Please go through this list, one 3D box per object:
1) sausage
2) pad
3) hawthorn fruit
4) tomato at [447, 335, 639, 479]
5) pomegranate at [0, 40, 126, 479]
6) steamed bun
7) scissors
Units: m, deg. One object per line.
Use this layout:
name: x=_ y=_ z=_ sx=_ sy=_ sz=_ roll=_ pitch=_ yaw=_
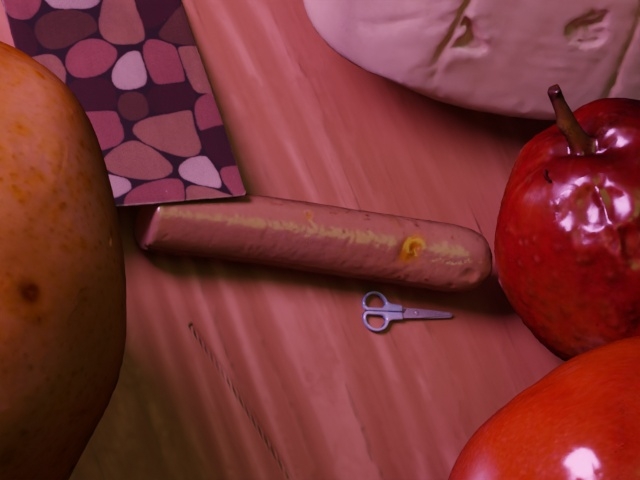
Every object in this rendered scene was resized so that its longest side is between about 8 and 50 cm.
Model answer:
sausage: x=-0.001 y=-0.001 z=1.500 sx=0.301 sy=0.066 sz=0.066 roll=10 pitch=66 yaw=-16
pad: x=-0.165 y=-0.123 z=1.490 sx=0.158 sy=0.003 sz=0.235 roll=-5 pitch=55 yaw=-22
hawthorn fruit: x=0.239 y=-0.024 z=1.506 sx=0.230 sy=0.210 sz=0.266 roll=-48 pitch=120 yaw=-16
tomato: x=0.245 y=0.234 z=1.384 sx=0.341 sy=0.273 sz=0.341 roll=28 pitch=49 yaw=-37
pomegranate: x=-0.321 y=0.045 z=1.184 sx=0.417 sy=0.416 sz=0.416 roll=7 pitch=67 yaw=-17
steamed bun: x=0.224 y=-0.320 z=1.543 sx=0.456 sy=0.371 sz=0.290 roll=6 pitch=46 yaw=-18
scissors: x=0.074 y=0.062 z=1.536 sx=0.083 sy=0.006 sz=0.036 roll=4 pitch=69 yaw=-19
